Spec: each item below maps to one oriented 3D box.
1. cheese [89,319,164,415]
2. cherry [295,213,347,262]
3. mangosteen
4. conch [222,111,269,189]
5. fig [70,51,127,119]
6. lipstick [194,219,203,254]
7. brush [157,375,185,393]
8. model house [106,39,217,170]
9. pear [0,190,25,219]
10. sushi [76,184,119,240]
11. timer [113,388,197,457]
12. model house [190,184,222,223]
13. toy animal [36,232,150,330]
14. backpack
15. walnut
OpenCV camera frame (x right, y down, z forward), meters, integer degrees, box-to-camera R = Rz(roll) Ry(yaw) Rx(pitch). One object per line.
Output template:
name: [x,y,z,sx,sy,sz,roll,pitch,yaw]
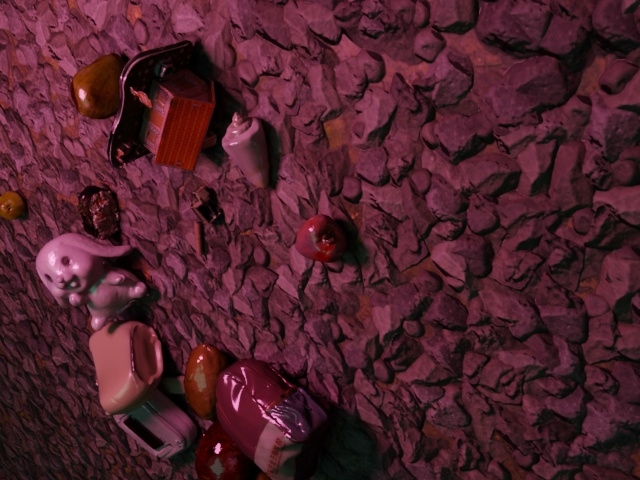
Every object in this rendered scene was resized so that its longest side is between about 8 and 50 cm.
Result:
cheese: [-0.575,0.365,1.993,0.233,0.127,0.266,-28,59,21]
cherry: [0.001,-0.006,1.458,0.126,0.086,0.106,16,130,52]
mangosteen: [-0.210,0.594,1.854,0.257,0.215,0.215,19,124,7]
conch: [-0.155,-0.199,1.502,0.104,0.094,0.176,-8,134,26]
fig: [-0.523,-0.370,1.660,0.166,0.154,0.144,-47,63,11]
lipstick: [-0.308,-0.008,1.740,0.019,0.019,0.094,19,122,29]
brush: [-0.508,0.436,2.105,0.320,0.050,0.060,-6,105,31]
model house: [-0.329,-0.259,1.506,0.154,0.207,0.294,37,130,13]
pear: [-0.974,-0.106,2.157,0.092,0.097,0.092,1,108,3]
sushi: [-0.609,-0.078,1.890,0.078,0.090,0.151,22,126,31]
timer: [-0.512,0.557,2.105,0.262,0.087,0.237,43,133,-6]
model house: [-0.284,-0.086,1.666,0.083,0.057,0.058,52,162,-21]
toy animal: [-0.624,0.091,1.888,0.174,0.249,0.289,-122,12,-45]
backpack: [-0.128,0.437,1.709,0.317,0.197,0.283,36,130,26]
walnut: [-0.304,0.387,1.860,0.137,0.137,0.246,14,111,32]
